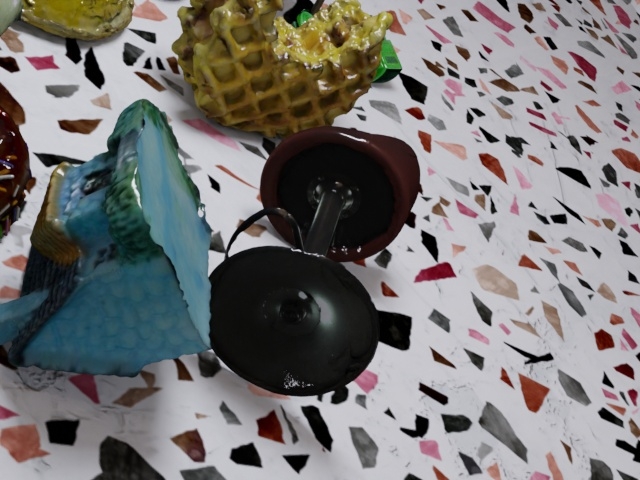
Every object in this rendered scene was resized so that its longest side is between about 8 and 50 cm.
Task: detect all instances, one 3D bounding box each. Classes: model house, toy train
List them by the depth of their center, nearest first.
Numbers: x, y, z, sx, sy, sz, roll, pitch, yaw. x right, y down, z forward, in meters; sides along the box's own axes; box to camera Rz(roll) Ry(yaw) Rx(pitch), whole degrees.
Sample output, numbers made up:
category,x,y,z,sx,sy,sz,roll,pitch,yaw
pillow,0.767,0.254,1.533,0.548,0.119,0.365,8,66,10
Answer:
category,x,y,z,sx,sy,sz,roll,pitch,yaw
model house,-0.264,0.002,1.441,0.261,0.241,0.226,-96,165,-55
toy train,0.032,-0.336,2.242,0.251,0.085,0.119,-8,71,-43

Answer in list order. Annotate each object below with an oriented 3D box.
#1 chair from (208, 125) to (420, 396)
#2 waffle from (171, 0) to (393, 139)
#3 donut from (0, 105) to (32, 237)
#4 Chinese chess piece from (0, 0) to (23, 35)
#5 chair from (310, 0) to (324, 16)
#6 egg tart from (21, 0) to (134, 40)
category,x,y,z,sx,sy,sz,roll,pitch,yaw
chair,0.000,0.000,1.691,0.226,0.226,0.401,34,33,-8
waffle,-0.064,-0.285,1.925,0.324,0.261,0.151,14,33,-36
donut,-0.444,-0.108,1.501,0.230,0.096,0.216,29,40,-16
Chinese chess piece,-0.507,-0.352,1.684,0.237,0.092,0.238,25,17,-8
chair,-0.053,-0.514,2.190,0.188,0.272,0.166,48,35,16
egg tart,-0.401,-0.434,1.908,0.315,0.120,0.315,25,37,-21
